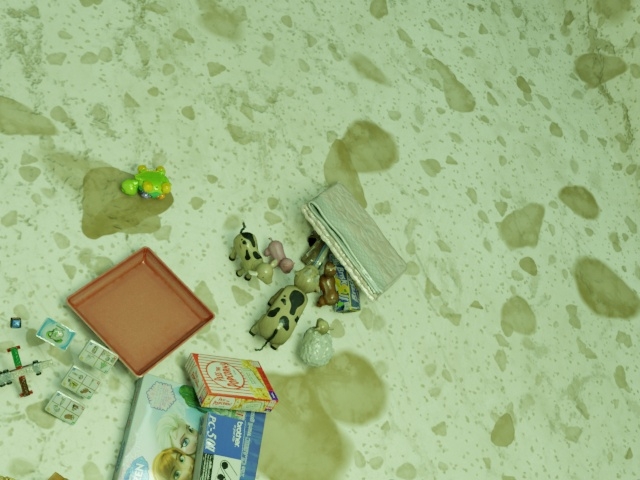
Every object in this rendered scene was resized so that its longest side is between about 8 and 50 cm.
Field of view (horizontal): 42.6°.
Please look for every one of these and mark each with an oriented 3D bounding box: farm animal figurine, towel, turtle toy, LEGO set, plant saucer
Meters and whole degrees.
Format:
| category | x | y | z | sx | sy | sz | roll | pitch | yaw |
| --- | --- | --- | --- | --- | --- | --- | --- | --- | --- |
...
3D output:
| category | x | y | z | sx | sy | sz | roll | pitch | yaw |
| --- | --- | --- | --- | --- | --- | --- | --- | --- | --- |
| farm animal figurine | -0.090 | 0.130 | 2.116 | 0.330 | 0.172 | 0.327 | 20 | 60 | -14 |
| towel | 0.103 | -0.007 | 2.303 | 0.332 | 0.053 | 0.317 | 53 | 23 | 0 |
| turtle toy | -0.449 | -0.144 | 2.125 | 0.130 | 0.066 | 0.095 | 1 | 42 | -27 |
| LEGO set | -0.598 | 0.268 | 1.802 | 0.244 | 0.060 | 0.183 | 36 | 79 | -25 |
| plant saucer | -0.429 | 0.172 | 1.963 | 0.259 | 0.048 | 0.258 | 44 | 51 | 9 |

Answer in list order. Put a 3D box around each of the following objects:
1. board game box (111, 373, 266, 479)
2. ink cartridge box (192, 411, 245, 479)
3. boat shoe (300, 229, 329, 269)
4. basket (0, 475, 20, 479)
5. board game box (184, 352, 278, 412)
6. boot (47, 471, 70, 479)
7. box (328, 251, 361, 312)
| category | x | y | z | sx | sy | sz | roll | pitch | yaw |
| --- | --- | --- | --- | --- | --- | --- | --- | --- | --- |
| board game box | -0.299 | 0.499 | 1.876 | 0.317 | 0.066 | 0.319 | 20 | 57 | -20 |
| ink cartridge box | -0.230 | 0.500 | 1.844 | 0.097 | 0.046 | 0.207 | 19 | 57 | -24 |
| boat shoe | 0.000 | 0.000 | 2.314 | 0.066 | 0.066 | 0.183 | 30 | 51 | -5 |
| basket | -0.717 | 0.549 | 1.476 | 0.299 | 0.223 | 0.214 | 18 | 40 | -23 |
| board game box | -0.213 | 0.341 | 1.963 | 0.193 | 0.045 | 0.147 | 13 | 26 | -35 |
| boot | -0.494 | 0.530 | 1.692 | 0.197 | 0.073 | 0.152 | -45 | 82 | -1 |
| box | 0.068 | 0.114 | 2.272 | 0.059 | 0.054 | 0.169 | 14 | 67 | -56 |
